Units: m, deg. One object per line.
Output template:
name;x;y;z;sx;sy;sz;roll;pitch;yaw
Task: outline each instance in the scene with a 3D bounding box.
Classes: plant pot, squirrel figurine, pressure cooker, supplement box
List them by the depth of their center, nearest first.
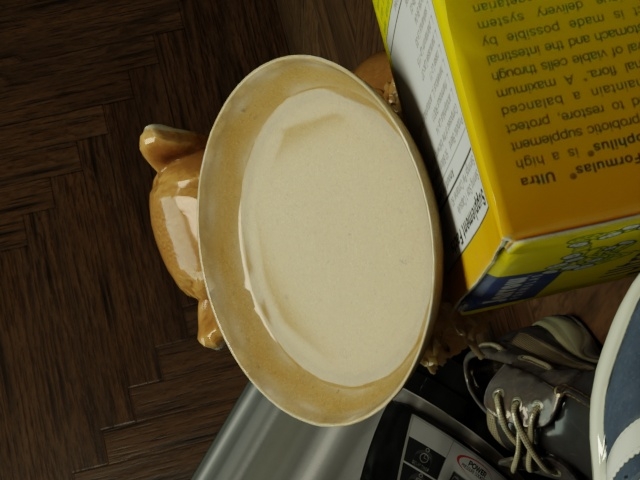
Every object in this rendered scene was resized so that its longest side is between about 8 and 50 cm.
supplement box;0.138;-0.161;0.754;0.194;0.195;0.356;98;159;-77
plant pot;0.000;0.000;0.824;0.236;0.032;0.236;11;104;50
squirrel figurine;0.048;-0.052;1.009;0.397;0.371;0.281;-140;37;-81
pressure cooker;0.051;0.275;1.513;0.420;0.376;0.370;-59;-18;-20

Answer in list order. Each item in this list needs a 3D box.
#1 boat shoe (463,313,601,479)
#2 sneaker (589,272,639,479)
boat shoe;0.211;0.164;1.124;0.355;0.130;0.132;-131;28;-79
sneaker;0.186;0.133;0.547;0.148;0.131;0.350;128;160;-66
